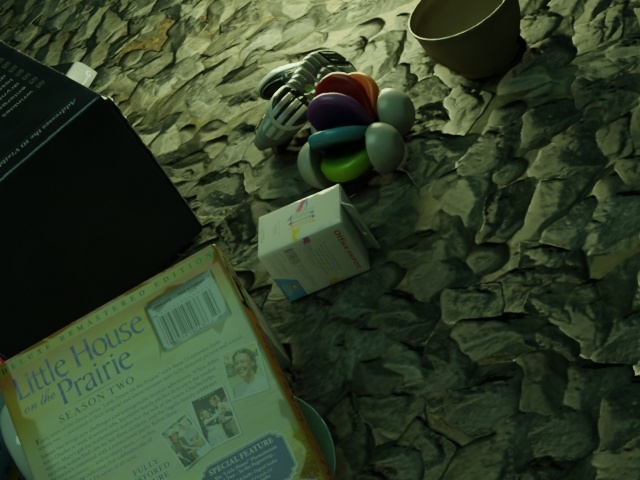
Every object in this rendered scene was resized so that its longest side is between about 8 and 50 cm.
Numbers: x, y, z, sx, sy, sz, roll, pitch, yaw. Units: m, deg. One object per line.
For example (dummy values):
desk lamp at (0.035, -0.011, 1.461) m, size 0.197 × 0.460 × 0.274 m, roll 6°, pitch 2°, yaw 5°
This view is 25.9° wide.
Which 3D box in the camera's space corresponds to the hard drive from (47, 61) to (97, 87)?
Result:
hard drive at (-0.550, -0.242, 2.646) m, size 0.172 × 0.054 × 0.254 m, roll -1°, pitch 46°, yaw 38°

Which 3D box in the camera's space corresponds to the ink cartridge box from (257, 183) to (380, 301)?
ink cartridge box at (0.000, 0.000, 1.864) m, size 0.143 × 0.092 × 0.090 m, roll -22°, pitch 35°, yaw 15°

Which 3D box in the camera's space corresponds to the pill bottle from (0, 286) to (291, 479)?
pill bottle at (-0.211, 0.190, 1.724) m, size 0.334 × 0.188 × 0.188 m, roll -35°, pitch 34°, yaw 0°

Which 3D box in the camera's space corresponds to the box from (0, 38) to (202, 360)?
box at (-0.525, -0.027, 2.153) m, size 0.480 × 0.297 × 0.472 m, roll -43°, pitch 34°, yaw -13°

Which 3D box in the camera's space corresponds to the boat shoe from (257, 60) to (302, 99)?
boat shoe at (-0.037, -0.260, 2.248) m, size 0.142 × 0.049 × 0.040 m, roll -23°, pitch 36°, yaw 12°

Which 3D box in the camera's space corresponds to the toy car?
toy car at (0.038, -0.168, 1.995) m, size 0.159 × 0.136 × 0.182 m, roll -11°, pitch 41°, yaw 30°

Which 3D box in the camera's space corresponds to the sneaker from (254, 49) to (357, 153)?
sneaker at (-0.039, -0.207, 2.161) m, size 0.132 × 0.086 × 0.229 m, roll -47°, pitch -4°, yaw 42°

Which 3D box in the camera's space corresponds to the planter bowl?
planter bowl at (0.225, -0.305, 2.029) m, size 0.162 × 0.109 × 0.162 m, roll -23°, pitch 37°, yaw 18°

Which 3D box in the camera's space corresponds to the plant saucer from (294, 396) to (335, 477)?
plant saucer at (-0.071, 0.269, 1.610) m, size 0.195 × 0.037 × 0.195 m, roll -7°, pitch 61°, yaw 13°

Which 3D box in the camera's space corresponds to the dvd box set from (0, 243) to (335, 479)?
dvd box set at (-0.160, 0.251, 1.543) m, size 0.308 × 0.062 × 0.420 m, roll -30°, pitch 64°, yaw 4°

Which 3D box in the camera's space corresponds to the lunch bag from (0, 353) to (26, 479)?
lunch bag at (-0.440, 0.281, 1.774) m, size 0.138 × 0.221 × 0.293 m, roll 6°, pitch 51°, yaw 44°
